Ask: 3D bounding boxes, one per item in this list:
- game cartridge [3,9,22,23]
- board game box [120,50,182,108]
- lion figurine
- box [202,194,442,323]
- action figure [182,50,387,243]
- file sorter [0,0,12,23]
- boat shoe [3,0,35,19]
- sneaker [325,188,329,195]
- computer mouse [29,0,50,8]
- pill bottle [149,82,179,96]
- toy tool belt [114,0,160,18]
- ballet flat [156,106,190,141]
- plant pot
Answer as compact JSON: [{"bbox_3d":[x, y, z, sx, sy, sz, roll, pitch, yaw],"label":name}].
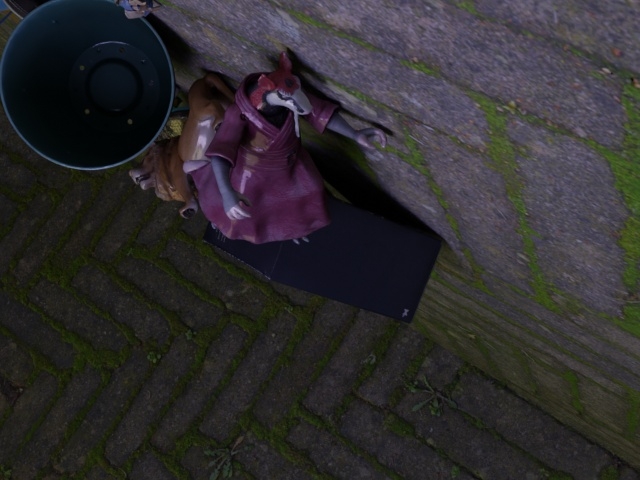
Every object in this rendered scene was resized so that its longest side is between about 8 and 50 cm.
[{"bbox_3d":[-0.751,-0.583,1.993,0.323,0.053,0.285,33,173,-6],"label":"game cartridge"},{"bbox_3d":[-0.446,-0.395,1.986,0.259,0.030,0.136,38,174,-32],"label":"board game box"},{"bbox_3d":[-0.225,-0.193,1.630,0.142,0.392,0.240,5,-133,-36],"label":"lion figurine"},{"bbox_3d":[0.000,0.000,1.693,0.343,0.179,0.312,19,-176,-33],"label":"box"},{"bbox_3d":[-0.070,-0.156,1.325,0.370,0.248,0.276,98,149,-51],"label":"action figure"},{"bbox_3d":[-0.736,-0.530,1.810,0.118,0.105,0.170,3,140,39],"label":"file sorter"},{"bbox_3d":[-0.542,-0.464,1.761,0.227,0.081,0.068,29,172,-21],"label":"boat shoe"},{"bbox_3d":[-0.121,-0.128,1.912,0.182,0.158,0.410,33,168,51],"label":"sneaker"},{"bbox_3d":[-0.583,-0.524,1.623,0.262,0.060,0.184,44,180,17],"label":"computer mouse"},{"bbox_3d":[-0.407,-0.338,1.865,0.180,0.108,0.108,36,173,-15],"label":"pill bottle"},{"bbox_3d":[-0.282,-0.375,1.334,0.051,0.052,0.083,0,170,9],"label":"toy tool belt"},{"bbox_3d":[-0.314,-0.199,2.062,0.163,0.182,0.483,-1,-179,-13],"label":"ballet flat"},{"bbox_3d":[-0.397,-0.282,1.561,0.293,0.293,0.235,35,-174,-7],"label":"plant pot"}]
